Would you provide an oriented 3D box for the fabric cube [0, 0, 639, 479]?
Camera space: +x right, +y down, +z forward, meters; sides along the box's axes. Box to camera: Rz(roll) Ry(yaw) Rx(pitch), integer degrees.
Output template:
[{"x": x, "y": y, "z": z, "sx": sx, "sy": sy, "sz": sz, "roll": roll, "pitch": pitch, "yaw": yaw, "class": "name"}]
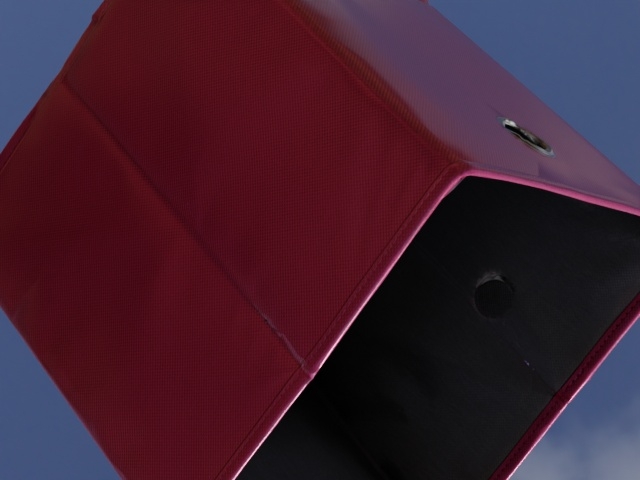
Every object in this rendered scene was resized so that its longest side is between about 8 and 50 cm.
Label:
[{"x": 0.000, "y": 0.000, "z": 0.919, "sx": 0.259, "sy": 0.254, "sz": 0.258, "roll": -54, "pitch": -126, "yaw": 18, "class": "fabric cube"}]
